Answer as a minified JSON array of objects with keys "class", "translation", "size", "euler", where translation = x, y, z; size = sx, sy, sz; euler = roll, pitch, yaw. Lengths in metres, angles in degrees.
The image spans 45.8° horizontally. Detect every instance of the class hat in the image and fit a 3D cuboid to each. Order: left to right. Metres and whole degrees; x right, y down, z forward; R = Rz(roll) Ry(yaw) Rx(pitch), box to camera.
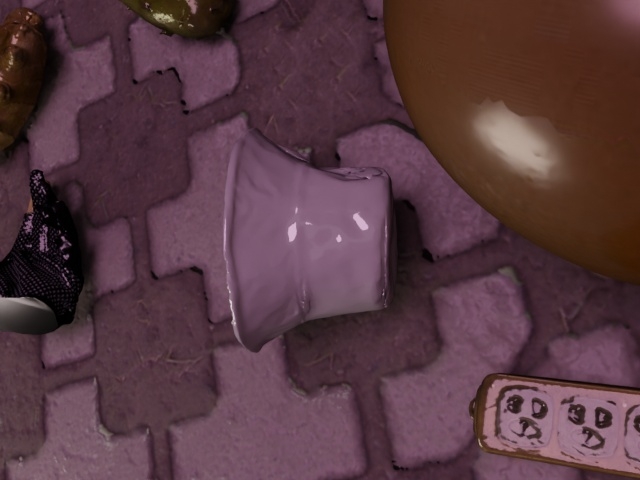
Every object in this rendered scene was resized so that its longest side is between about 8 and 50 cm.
[{"class":"hat","translation":[0.000,0.000,0.641],"size":[0.126,0.203,0.203],"euler":[1,80,10]}]

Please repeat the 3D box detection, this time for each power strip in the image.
[{"class":"power strip","translation":[0.249,0.140,0.538],"size":[0.305,0.044,0.064],"euler":[2,80,28]}]

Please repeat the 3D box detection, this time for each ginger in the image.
[{"class":"ginger","translation":[-0.378,-0.191,0.917],"size":[0.115,0.081,0.206],"euler":[14,85,36]}]

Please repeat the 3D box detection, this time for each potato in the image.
[{"class":"potato","translation":[-0.181,-0.304,0.833],"size":[0.117,0.090,0.225],"euler":[-44,70,7]}]

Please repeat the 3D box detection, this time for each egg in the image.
[{"class":"egg","translation":[0.206,-0.128,0.468],"size":[0.373,0.301,0.301],"euler":[27,93,29]}]

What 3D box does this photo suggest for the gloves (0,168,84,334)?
[{"class":"gloves","translation":[-0.322,0.010,0.852],"size":[0.129,0.106,0.181],"euler":[-16,44,23]}]
